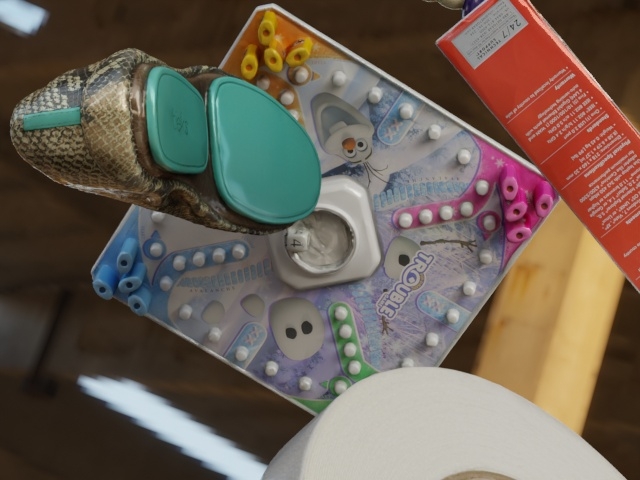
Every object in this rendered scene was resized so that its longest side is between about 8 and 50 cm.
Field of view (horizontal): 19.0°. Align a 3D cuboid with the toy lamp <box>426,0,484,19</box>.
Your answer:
[{"bbox_3d":[0.042,-0.275,1.895,0.275,0.080,0.080,17,-20,0],"label":"toy lamp"}]

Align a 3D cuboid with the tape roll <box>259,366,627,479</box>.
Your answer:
[{"bbox_3d":[0.124,0.263,1.294,0.392,0.392,0.072,27,-52,-23],"label":"tape roll"}]

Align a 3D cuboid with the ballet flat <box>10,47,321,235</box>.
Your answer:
[{"bbox_3d":[-0.157,-0.093,1.857,0.182,0.164,0.483,-4,-6,19],"label":"ballet flat"}]

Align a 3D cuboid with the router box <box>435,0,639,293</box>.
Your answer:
[{"bbox_3d":[0.246,-0.060,1.663,0.301,0.082,0.335,52,8,10],"label":"router box"}]

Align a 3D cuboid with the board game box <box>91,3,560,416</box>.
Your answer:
[{"bbox_3d":[0.000,0.000,2.097,0.390,0.390,0.050,31,21,-8],"label":"board game box"}]
